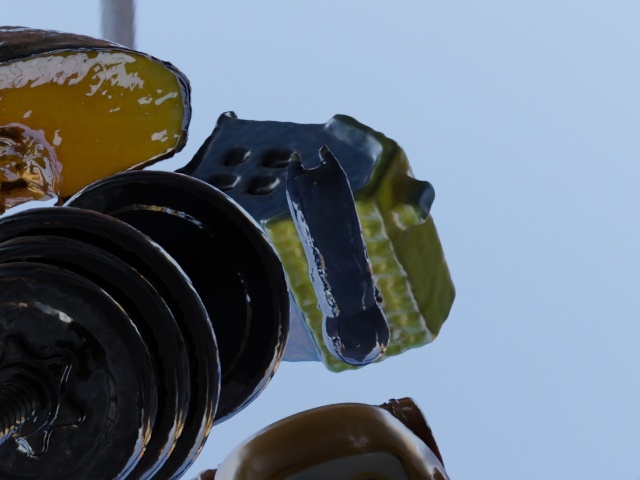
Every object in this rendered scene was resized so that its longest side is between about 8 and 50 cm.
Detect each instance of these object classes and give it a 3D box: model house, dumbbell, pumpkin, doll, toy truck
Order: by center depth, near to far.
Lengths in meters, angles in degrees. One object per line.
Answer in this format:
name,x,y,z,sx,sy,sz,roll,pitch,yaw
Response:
dumbbell,-0.068,0.030,0.536,0.099,0.099,0.208,27,-163,7
doll,0.009,0.010,0.876,0.037,0.125,0.027,-12,-165,7
pumpkin,-0.251,-0.076,1.004,0.312,0.169,0.148,-31,-122,-14
toy truck,0.030,0.272,1.224,0.204,0.288,0.211,-20,-160,-4
model house,0.000,0.000,1.781,0.303,0.237,0.215,5,-135,34
